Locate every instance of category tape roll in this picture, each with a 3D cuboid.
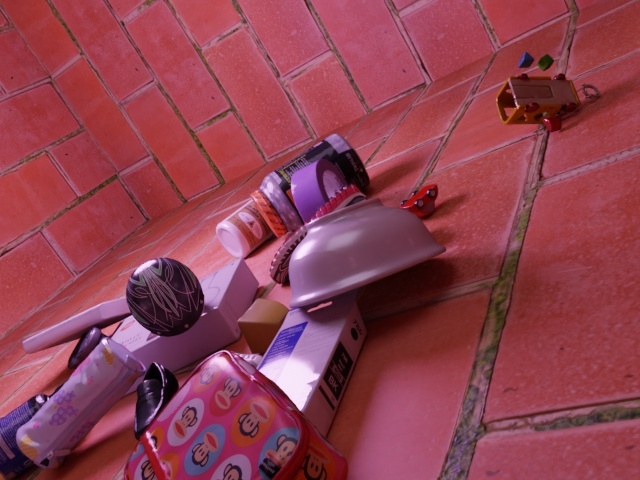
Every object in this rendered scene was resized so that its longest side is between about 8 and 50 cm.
[{"bbox_3d":[0.010,-0.111,1.686,0.080,0.188,0.189,-23,18,26],"label":"tape roll"}]

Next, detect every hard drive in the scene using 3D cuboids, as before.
[{"bbox_3d":[-0.656,0.233,1.868,0.353,0.047,0.233,-24,-5,30],"label":"hard drive"}]

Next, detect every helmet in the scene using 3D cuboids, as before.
[{"bbox_3d":[-0.326,0.118,1.362,0.169,0.169,0.161,-35,2,-11],"label":"helmet"}]

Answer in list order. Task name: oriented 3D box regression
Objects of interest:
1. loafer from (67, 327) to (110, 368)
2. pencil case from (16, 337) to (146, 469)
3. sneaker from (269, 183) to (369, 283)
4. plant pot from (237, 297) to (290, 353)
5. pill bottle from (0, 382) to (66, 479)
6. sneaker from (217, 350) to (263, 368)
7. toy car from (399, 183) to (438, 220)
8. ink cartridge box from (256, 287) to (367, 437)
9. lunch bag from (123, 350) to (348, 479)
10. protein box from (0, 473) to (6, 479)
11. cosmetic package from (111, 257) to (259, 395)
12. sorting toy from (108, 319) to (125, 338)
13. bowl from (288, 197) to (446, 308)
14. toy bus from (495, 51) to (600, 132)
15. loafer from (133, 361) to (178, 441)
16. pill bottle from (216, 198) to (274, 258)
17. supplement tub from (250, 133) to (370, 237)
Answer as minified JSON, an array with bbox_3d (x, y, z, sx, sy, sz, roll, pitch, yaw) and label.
[{"bbox_3d":[-0.627,0.313,1.789,0.303,0.095,0.109,-29,37,57],"label":"loafer"},{"bbox_3d":[-0.479,0.325,1.300,0.273,0.113,0.124,-49,16,-8],"label":"pencil case"},{"bbox_3d":[0.000,0.000,1.534,0.299,0.112,0.121,-42,-5,7],"label":"sneaker"},{"bbox_3d":[-0.094,0.166,1.253,0.083,0.081,0.081,-5,29,34],"label":"plant pot"},{"bbox_3d":[-0.619,0.410,1.391,0.219,0.122,0.123,-36,16,-16],"label":"pill bottle"},{"bbox_3d":[-0.165,0.244,1.166,0.171,0.063,0.075,-9,21,43],"label":"sneaker"},{"bbox_3d":[0.150,-0.026,1.421,0.225,0.053,0.239,-23,17,29],"label":"toy car"},{"bbox_3d":[-0.027,0.203,1.040,0.166,0.065,0.332,-22,20,29],"label":"ink cartridge box"},{"bbox_3d":[-0.125,0.291,0.786,0.258,0.120,0.293,-50,29,-9],"label":"lunch bag"},{"bbox_3d":[-0.549,0.456,0.979,0.200,0.201,0.136,-41,19,-30],"label":"protein box"},{"bbox_3d":[-0.345,0.209,1.548,0.378,0.097,0.284,-28,15,13],"label":"cosmetic package"},{"bbox_3d":[-0.530,0.230,1.937,0.193,0.038,0.208,-29,12,9],"label":"sorting toy"},{"bbox_3d":[0.061,0.010,1.156,0.298,0.134,0.298,-21,-2,-1],"label":"bowl"},{"bbox_3d":[0.523,-0.329,1.543,0.191,0.202,0.104,-48,-9,-27],"label":"toy bus"},{"bbox_3d":[-0.324,0.307,1.240,0.076,0.078,0.223,-31,16,4],"label":"loafer"},{"bbox_3d":[-0.199,-0.058,2.011,0.229,0.131,0.131,-41,18,-29],"label":"pill bottle"},{"bbox_3d":[-0.032,-0.154,1.882,0.316,0.193,0.193,-32,16,-6],"label":"supplement tub"}]
